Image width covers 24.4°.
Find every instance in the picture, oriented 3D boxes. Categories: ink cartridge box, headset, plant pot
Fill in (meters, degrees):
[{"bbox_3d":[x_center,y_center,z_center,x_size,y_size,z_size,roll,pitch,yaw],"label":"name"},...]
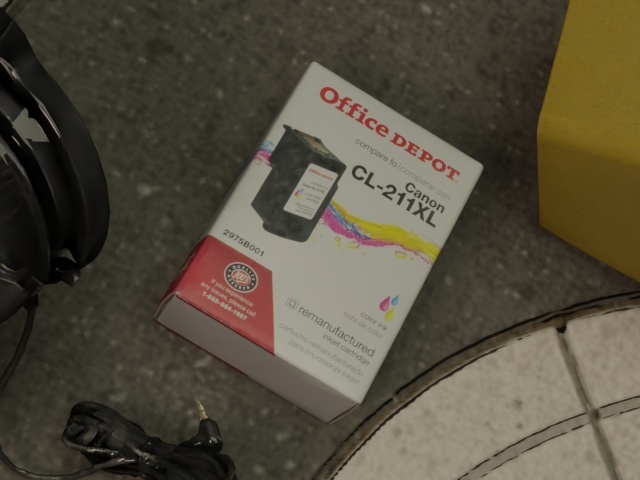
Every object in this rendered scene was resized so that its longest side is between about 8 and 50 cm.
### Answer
[{"bbox_3d":[0.000,0.000,0.890,0.127,0.072,0.175,31,68,-5],"label":"ink cartridge box"},{"bbox_3d":[-0.175,0.033,0.678,0.185,0.394,0.243,24,73,31],"label":"headset"},{"bbox_3d":[0.239,-0.080,0.913,0.187,0.212,0.212,12,68,13],"label":"plant pot"}]
